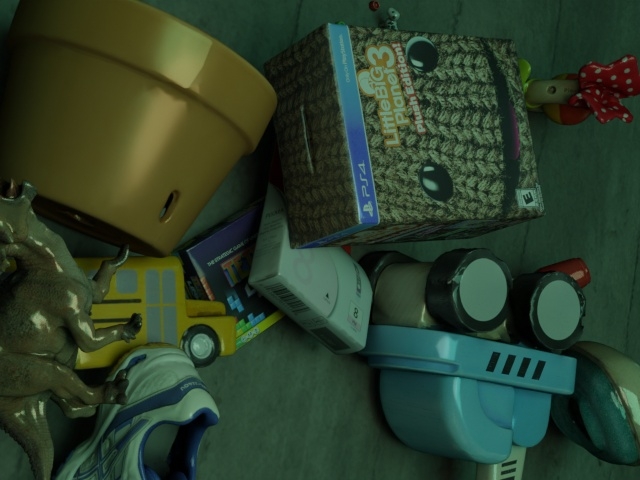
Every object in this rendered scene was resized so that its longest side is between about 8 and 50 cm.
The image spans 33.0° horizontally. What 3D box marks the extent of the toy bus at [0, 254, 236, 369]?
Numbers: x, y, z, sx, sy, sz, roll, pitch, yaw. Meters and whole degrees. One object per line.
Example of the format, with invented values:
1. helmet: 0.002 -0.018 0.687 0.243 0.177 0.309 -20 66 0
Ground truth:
1. toy bus: -0.258 0.085 1.187 0.332 0.108 0.130 -1 84 -37

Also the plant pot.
1. plant pot: -0.216 -0.111 1.136 0.290 0.290 0.204 29 77 -32

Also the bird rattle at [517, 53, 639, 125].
1. bird rattle: 0.372 -0.225 1.626 0.207 0.253 0.143 -3 87 -61

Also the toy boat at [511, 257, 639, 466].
1. toy boat: 0.375 0.188 1.604 0.148 0.267 0.318 -22 87 -5

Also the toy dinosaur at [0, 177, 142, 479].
1. toy dinosaur: -0.286 0.085 1.029 0.200 0.127 0.296 11 93 -25

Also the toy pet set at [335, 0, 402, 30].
1. toy pet set: 0.082 -0.271 1.507 0.122 0.065 0.114 -39 109 -33

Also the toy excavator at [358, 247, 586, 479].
1. toy excavator: 0.230 0.260 1.478 0.432 0.222 0.446 15 81 -34

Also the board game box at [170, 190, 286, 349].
1. board game box: -0.087 0.037 1.358 0.170 0.048 0.141 -34 107 -35

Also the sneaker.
1. sneaker: -0.202 0.258 1.135 0.111 0.131 0.297 8 112 -41

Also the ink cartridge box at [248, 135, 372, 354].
1. ink cartridge box: 0.000 0.000 1.364 0.189 0.066 0.232 42 48 -39

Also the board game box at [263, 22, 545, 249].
1. board game box: 0.103 -0.121 1.303 0.290 0.141 0.232 -4 81 -35
